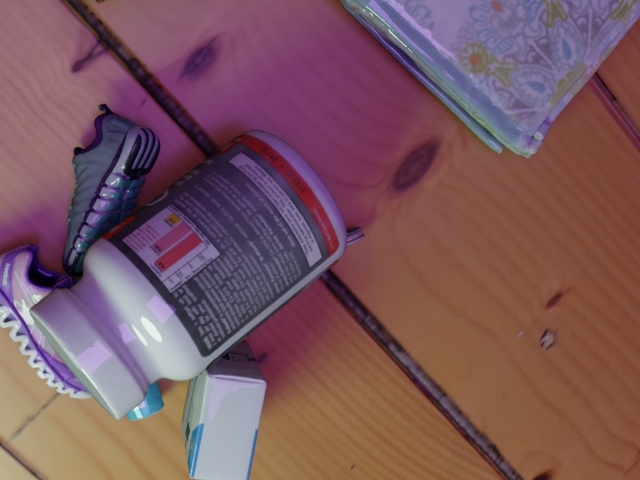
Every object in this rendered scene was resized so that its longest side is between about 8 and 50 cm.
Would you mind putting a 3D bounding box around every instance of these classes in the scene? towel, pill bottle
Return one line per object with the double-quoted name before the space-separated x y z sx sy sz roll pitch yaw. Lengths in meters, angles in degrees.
"towel" 0.247 -0.341 1.344 0.374 0.090 0.320 40 86 -17
"pill bottle" -0.161 0.042 1.208 0.363 0.210 0.210 -39 107 -19

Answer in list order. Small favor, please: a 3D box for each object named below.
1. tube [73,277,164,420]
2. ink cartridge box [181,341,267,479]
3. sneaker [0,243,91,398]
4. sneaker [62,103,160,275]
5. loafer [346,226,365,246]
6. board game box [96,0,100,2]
"tube" -0.272 0.141 1.321 0.080 0.052 0.207 -20 99 -15
"ink cartridge box" -0.132 0.221 1.293 0.082 0.190 0.140 9 97 -14
"sneaker" -0.349 0.100 1.262 0.104 0.095 0.236 -36 106 3
"sneaker" -0.296 -0.065 1.277 0.098 0.083 0.224 34 103 19
"loafer" 0.000 0.000 1.364 0.125 0.045 0.039 -20 97 -7
"board game box" -0.209 -0.518 1.054 0.356 0.356 0.356 -38 106 -5
